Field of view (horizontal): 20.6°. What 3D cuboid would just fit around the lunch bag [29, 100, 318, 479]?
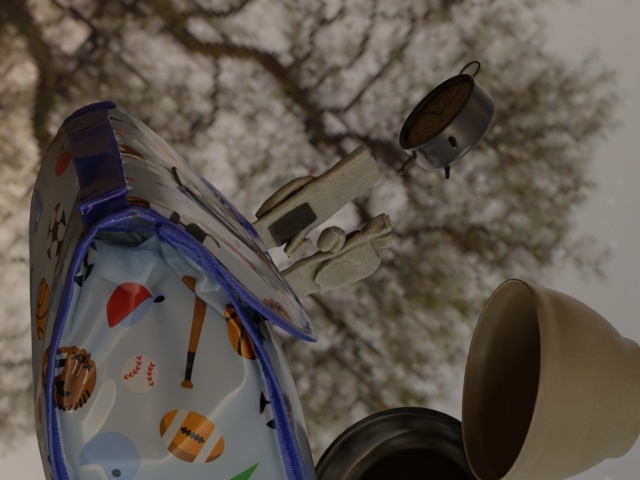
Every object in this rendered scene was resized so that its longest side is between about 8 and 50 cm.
[{"bbox_3d":[-0.130,0.099,1.459,0.239,0.385,0.328,-15,-160,-6],"label":"lunch bag"}]

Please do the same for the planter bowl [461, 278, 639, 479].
[{"bbox_3d":[0.190,0.118,1.382,0.162,0.109,0.162,-170,-90,-76],"label":"planter bowl"}]

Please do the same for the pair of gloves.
[{"bbox_3d":[0.000,0.000,2.225,0.204,0.240,0.042,-28,-124,-8],"label":"pair of gloves"}]

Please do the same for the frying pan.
[{"bbox_3d":[0.084,0.312,1.652,0.197,0.053,0.326,-13,-120,16],"label":"frying pan"}]

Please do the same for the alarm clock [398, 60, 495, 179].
[{"bbox_3d":[0.174,-0.165,2.290,0.129,0.064,0.192,-23,-145,47],"label":"alarm clock"}]
